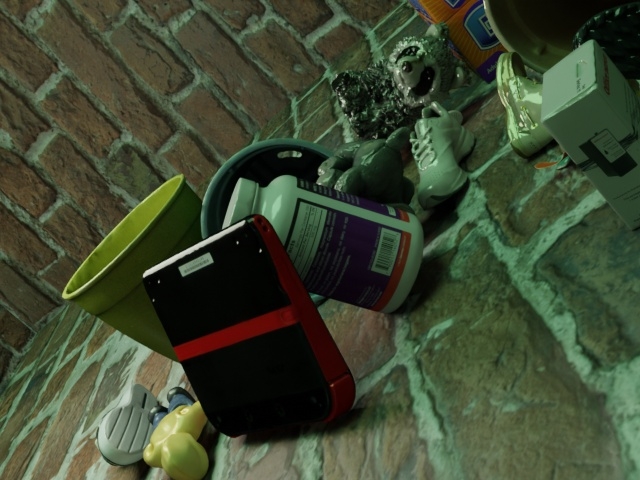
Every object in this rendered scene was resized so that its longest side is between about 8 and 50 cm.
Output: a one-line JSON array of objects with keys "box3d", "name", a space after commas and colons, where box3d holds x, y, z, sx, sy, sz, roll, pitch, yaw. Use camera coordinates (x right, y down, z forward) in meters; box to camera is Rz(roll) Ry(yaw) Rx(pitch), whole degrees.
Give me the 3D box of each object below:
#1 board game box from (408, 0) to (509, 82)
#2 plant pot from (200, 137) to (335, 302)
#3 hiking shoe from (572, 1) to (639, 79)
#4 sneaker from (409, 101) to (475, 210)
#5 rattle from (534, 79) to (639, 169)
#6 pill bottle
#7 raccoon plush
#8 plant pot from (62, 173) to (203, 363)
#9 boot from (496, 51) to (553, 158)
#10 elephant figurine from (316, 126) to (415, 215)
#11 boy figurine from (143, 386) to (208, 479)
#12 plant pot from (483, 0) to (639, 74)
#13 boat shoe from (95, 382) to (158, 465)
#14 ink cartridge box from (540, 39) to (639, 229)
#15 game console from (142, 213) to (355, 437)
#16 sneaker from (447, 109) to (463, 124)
[{"box3d": [0.393, -0.657, 2.050, 0.356, 0.356, 0.356, -40, 18, 11], "name": "board game box"}, {"box3d": [-0.069, -0.069, 1.843, 0.341, 0.341, 0.334, -42, 10, 8], "name": "plant pot"}, {"box3d": [0.493, -0.276, 1.232, 0.303, 0.113, 0.132, -5, -3, -12], "name": "hiking shoe"}, {"box3d": [0.223, -0.167, 1.693, 0.111, 0.129, 0.297, -32, 23, 30], "name": "sneaker"}, {"box3d": [0.449, -0.156, 1.328, 0.200, 0.142, 0.130, -55, -18, 16], "name": "rattle"}, {"box3d": [0.000, 0.000, 1.441, 0.181, 0.322, 0.182, -163, 90, -79], "name": "pill bottle"}, {"box3d": [0.207, -0.386, 2.049, 0.299, 0.216, 0.446, -31, 10, 15], "name": "raccoon plush"}, {"box3d": [-0.310, 0.106, 1.891, 0.366, 0.353, 0.366, -40, 17, 15], "name": "plant pot"}, {"box3d": [0.402, -0.269, 1.507, 0.165, 0.077, 0.213, -27, 58, 40], "name": "boot"}, {"box3d": [0.111, -0.067, 1.602, 0.186, 0.239, 0.169, 4, 48, 50], "name": "elephant figurine"}, {"box3d": [-0.266, 0.370, 1.631, 0.177, 0.092, 0.285, -46, 18, -5], "name": "boy figurine"}, {"box3d": [0.513, -0.510, 1.586, 0.333, 0.334, 0.305, -28, 12, 43], "name": "plant pot"}, {"box3d": [-0.431, 0.427, 1.868, 0.119, 0.121, 0.335, -51, 6, 6], "name": "boat shoe"}, {"box3d": [0.387, -0.142, 1.130, 0.086, 0.208, 0.153, -33, 20, 33], "name": "ink cartridge box"}, {"box3d": [-0.129, 0.157, 1.410, 0.060, 0.342, 0.386, -25, 1, -42], "name": "game console"}, {"box3d": [0.263, -0.258, 1.936, 0.134, 0.051, 0.070, -41, 22, 24], "name": "sneaker"}]
